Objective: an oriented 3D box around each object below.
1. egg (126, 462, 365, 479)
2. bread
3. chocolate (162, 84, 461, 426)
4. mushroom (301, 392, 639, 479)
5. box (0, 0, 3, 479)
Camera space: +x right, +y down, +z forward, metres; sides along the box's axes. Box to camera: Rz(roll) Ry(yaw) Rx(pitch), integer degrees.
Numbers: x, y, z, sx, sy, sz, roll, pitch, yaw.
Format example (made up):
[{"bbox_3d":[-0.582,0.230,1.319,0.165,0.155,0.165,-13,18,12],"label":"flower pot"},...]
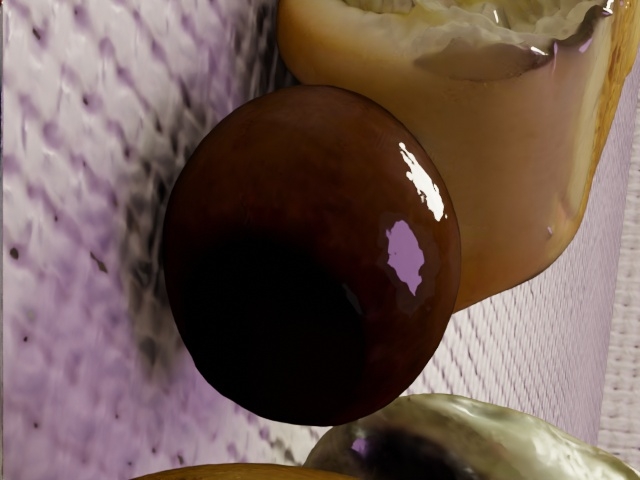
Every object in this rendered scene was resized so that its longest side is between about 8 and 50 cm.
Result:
[{"bbox_3d":[-0.019,0.225,0.619,0.351,0.283,0.282,59,37,-49],"label":"egg"},{"bbox_3d":[0.082,-0.104,1.073,0.315,0.211,0.270,-57,158,-45],"label":"bread"},{"bbox_3d":[0.000,0.000,0.868,0.177,0.177,0.176,5,90,-75],"label":"chocolate"},{"bbox_3d":[0.069,0.235,1.113,0.212,0.292,0.217,-112,-152,-42],"label":"mushroom"},{"bbox_3d":[-0.135,0.006,0.582,0.055,0.040,0.218,-30,123,-71],"label":"box"}]
